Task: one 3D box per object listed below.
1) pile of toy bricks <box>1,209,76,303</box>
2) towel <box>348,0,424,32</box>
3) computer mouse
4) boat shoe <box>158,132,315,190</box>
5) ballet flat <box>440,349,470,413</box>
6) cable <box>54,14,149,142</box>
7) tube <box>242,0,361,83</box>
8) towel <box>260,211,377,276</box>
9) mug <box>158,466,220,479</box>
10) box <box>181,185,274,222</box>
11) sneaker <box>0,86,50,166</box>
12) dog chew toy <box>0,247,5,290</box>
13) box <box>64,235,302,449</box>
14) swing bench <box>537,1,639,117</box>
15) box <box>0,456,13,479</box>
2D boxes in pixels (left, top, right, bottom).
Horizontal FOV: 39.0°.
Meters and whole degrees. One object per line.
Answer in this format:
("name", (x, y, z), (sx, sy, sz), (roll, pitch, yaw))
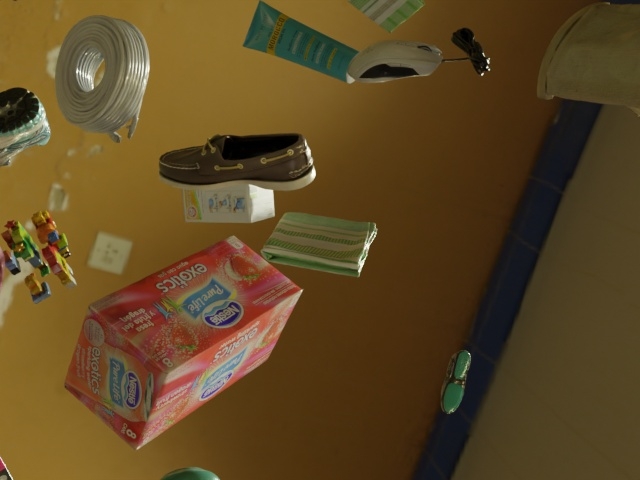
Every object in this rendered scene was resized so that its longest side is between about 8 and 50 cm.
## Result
("pile of toy bricks", (-0.508, 0.009, 1.573), (0.118, 0.105, 0.212), (-30, -136, -4))
("towel", (0.114, -0.479, 1.757), (0.113, 0.152, 0.023), (-29, -146, 48))
("computer mouse", (0.132, -0.257, 1.255), (0.106, 0.193, 0.042), (-94, 176, -50))
("boat shoe", (-0.173, -0.161, 1.769), (0.116, 0.325, 0.096), (-66, 153, -48))
("ballet flat", (0.231, 0.246, 1.570), (0.041, 0.041, 0.114), (-18, -132, 65))
("cable", (-0.482, -0.362, 1.972), (0.257, 0.089, 0.257), (26, -79, 36))
("tube", (-0.029, -0.317, 1.468), (0.080, 0.207, 0.052), (-66, 159, 7))
("towel", (0.000, 0.000, 2.185), (0.325, 0.248, 0.038), (-64, 161, -69))
("mug", (-0.219, 0.447, 1.536), (0.130, 0.158, 0.097), (-23, -122, 13))
("box", (-0.231, -0.102, 2.256), (0.203, 0.114, 0.103), (1, -79, 30))
("sneaker", (-0.613, -0.163, 1.607), (0.122, 0.283, 0.110), (77, -7, -63))
("dog chew toy", (-0.690, 0.043, 1.456), (0.206, 0.332, 0.206), (-167, -90, -80))
("box", (-0.181, 0.130, 1.240), (0.300, 0.142, 0.154), (-29, 151, -53))
("swing bench", (0.475, -0.234, 1.204), (0.253, 0.255, 0.165), (28, -73, 61))
("box", (-0.642, 0.355, 1.505), (0.143, 0.165, 0.270), (-9, -71, 58))
